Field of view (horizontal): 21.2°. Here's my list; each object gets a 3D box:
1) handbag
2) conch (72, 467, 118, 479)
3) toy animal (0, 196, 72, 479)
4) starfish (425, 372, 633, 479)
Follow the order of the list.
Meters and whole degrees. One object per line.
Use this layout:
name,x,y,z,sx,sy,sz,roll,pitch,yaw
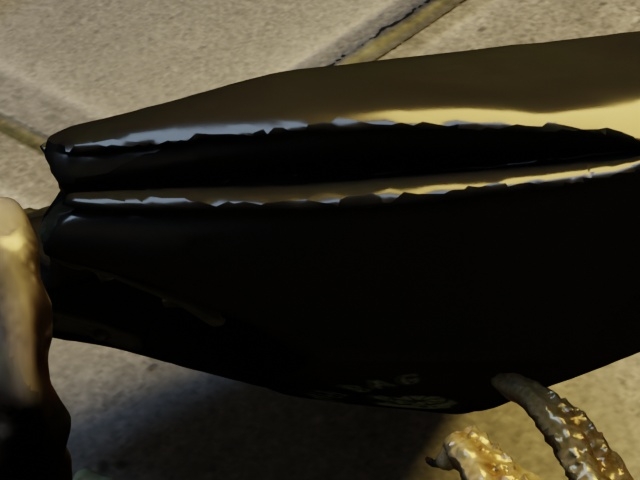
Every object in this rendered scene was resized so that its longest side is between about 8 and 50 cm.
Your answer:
handbag,0.000,0.000,0.739,0.288,0.342,0.152,-2,80,-18
conch,0.032,0.202,0.597,0.386,0.203,0.170,28,88,30
toy animal,-0.212,0.124,0.719,0.194,0.303,0.344,-13,14,-17
starfish,0.164,0.181,0.605,0.060,0.302,0.299,-50,26,15
